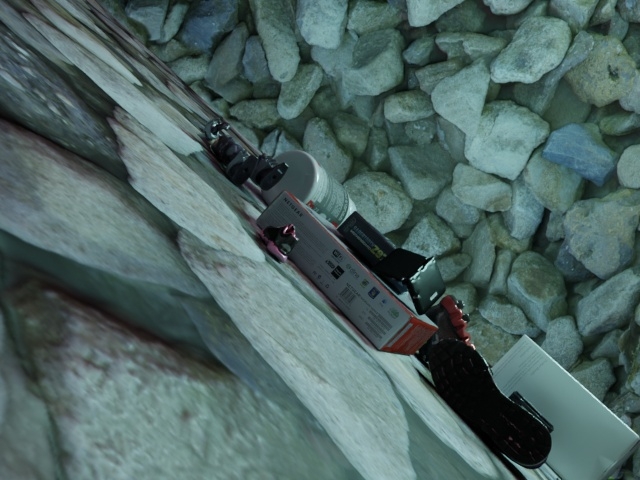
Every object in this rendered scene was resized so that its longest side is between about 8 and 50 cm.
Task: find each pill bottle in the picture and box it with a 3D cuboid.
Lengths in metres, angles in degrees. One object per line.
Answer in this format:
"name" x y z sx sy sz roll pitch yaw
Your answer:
"pill bottle" -0.020 -0.106 1.738 0.161 0.161 0.283 46 5 32

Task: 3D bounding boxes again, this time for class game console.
"game console" 0.164 0.073 1.233 0.122 0.071 0.107 -32 103 -52

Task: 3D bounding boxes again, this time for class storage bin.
"storage bin" 0.492 0.441 1.634 0.122 0.084 0.180 45 4 21

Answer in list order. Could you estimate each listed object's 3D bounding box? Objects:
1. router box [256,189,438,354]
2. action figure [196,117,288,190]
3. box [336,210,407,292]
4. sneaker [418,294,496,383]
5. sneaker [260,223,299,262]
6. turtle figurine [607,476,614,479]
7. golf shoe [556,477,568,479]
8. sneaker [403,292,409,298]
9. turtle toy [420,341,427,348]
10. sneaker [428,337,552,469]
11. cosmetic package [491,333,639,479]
"router box" 0.061 0.072 1.299 0.335 0.082 0.301 45 5 20
"action figure" -0.189 -0.200 1.576 0.185 0.099 0.285 29 8 -36
"box" 0.132 0.028 1.408 0.183 0.059 0.232 45 5 10
"sneaker" 0.290 0.263 1.459 0.098 0.135 0.276 73 -5 -75
"sneaker" -0.063 -0.006 1.112 0.047 0.057 0.119 39 5 -24
"turtle figurine" 0.965 0.728 2.377 0.274 0.198 0.266 36 11 -31
"golf shoe" 0.331 0.376 0.762 0.120 0.105 0.273 50 5 -4
"sneaker" 0.207 0.154 1.761 0.058 0.052 0.135 55 19 16
"turtle toy" 0.270 0.245 1.609 0.130 0.066 0.095 46 28 6
"sneaker" 0.306 0.315 1.262 0.283 0.107 0.124 50 -7 30
"cosmetic package" 0.627 0.464 1.786 0.385 0.217 0.156 48 7 33
